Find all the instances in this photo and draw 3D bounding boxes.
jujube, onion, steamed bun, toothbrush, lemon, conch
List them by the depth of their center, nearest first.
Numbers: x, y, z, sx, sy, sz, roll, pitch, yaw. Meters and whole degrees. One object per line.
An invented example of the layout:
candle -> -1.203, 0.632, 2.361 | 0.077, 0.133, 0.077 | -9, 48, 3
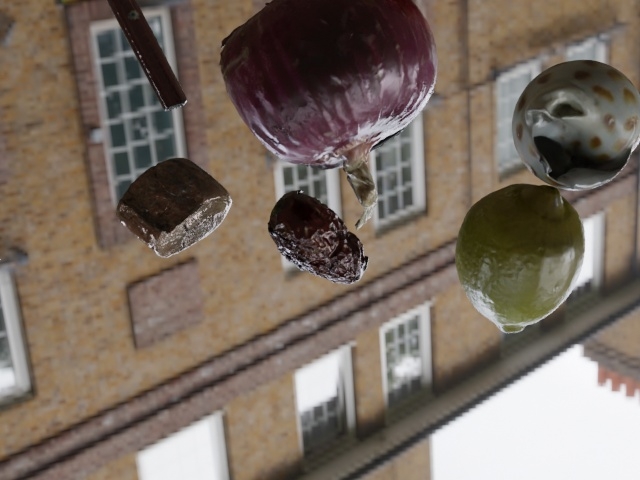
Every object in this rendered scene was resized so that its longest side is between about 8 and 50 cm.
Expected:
onion -> 0.017, -0.205, 1.561 | 0.272, 0.256, 0.230 | 37, 176, 5
jujube -> -0.002, 0.004, 1.792 | 0.104, 0.166, 0.104 | -40, -156, 22
conch -> 0.372, -0.166, 1.858 | 0.275, 0.183, 0.148 | 3, -171, -30
lemon -> 0.284, 0.023, 1.870 | 0.184, 0.248, 0.184 | 9, -150, -5
toothbrush -> -0.296, -0.358, 1.934 | 0.041, 0.364, 0.041 | -27, -177, 2
steamed bun -> -0.254, -0.065, 2.231 | 0.175, 0.106, 0.145 | -39, -111, -22
